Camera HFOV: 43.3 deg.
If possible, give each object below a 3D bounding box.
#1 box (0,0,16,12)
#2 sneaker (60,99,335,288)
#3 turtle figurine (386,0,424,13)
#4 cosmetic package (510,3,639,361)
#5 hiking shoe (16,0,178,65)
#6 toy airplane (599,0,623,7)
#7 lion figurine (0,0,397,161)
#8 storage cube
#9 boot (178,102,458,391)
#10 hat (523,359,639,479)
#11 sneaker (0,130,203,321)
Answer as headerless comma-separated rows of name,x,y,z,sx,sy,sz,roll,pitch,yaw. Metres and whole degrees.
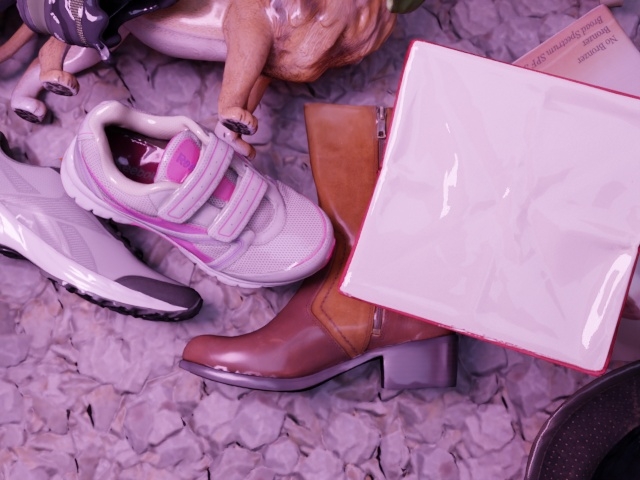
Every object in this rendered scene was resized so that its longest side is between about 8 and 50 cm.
box,-0.401,-0.447,0.653,0.480,0.297,0.472,-41,77,-7
sneaker,-0.103,-0.038,0.682,0.252,0.111,0.103,21,70,-5
turtle figurine,-0.008,-0.312,0.604,0.266,0.275,0.198,40,70,14
cosmetic package,0.273,-0.047,0.764,0.153,0.129,0.296,-35,87,-7
hiking shoe,-0.146,-0.248,0.680,0.114,0.086,0.227,30,81,13
toy airplane,0.236,-0.429,0.676,0.272,0.386,0.384,-18,86,4
lion figurine,-0.128,-0.213,0.753,0.392,0.142,0.240,14,74,2
storage cube,0.139,-0.027,0.612,0.215,0.193,0.184,18,96,10
boot,0.000,0.000,0.760,0.264,0.096,0.281,-2,80,2
hat,0.295,0.222,0.729,0.331,0.134,0.331,-3,103,-15
sneaker,-0.225,-0.009,0.743,0.271,0.100,0.108,30,77,0
